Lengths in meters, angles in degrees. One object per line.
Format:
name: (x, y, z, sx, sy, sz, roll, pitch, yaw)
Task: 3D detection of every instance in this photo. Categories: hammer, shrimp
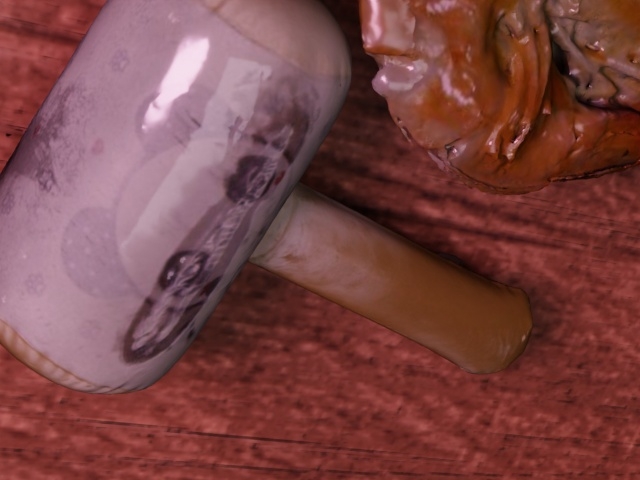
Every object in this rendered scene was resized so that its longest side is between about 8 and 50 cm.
hammer: (0.000, 0.000, 0.673, 0.305, 0.113, 0.202, 23, 111, -38)
shrimp: (0.120, -0.084, 0.674, 0.294, 0.062, 0.154, 22, 81, -37)
